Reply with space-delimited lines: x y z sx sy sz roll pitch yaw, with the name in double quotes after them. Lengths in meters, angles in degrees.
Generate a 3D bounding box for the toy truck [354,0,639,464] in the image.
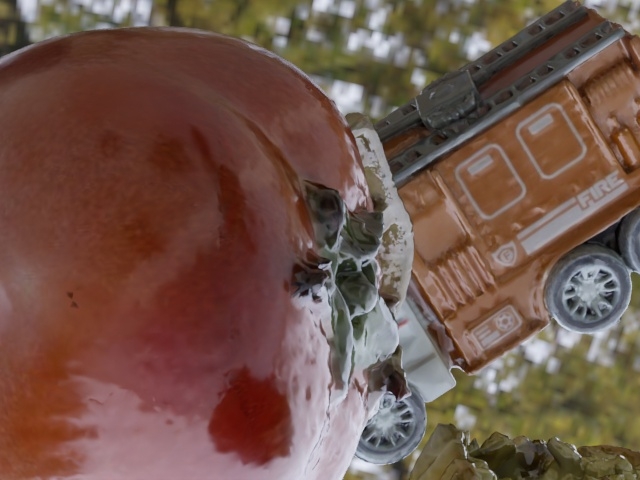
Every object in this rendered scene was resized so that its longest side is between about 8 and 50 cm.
0.106 -0.011 1.544 0.387 0.207 0.173 -33 -156 -2 "toy truck"

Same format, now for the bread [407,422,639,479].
0.131 0.187 0.960 0.250 0.133 0.179 23 -147 -39 "bread"

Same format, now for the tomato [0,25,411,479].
-0.115 0.037 1.118 0.321 0.321 0.321 9 -145 -6 "tomato"

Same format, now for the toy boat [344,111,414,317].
0.000 0.000 1.354 0.116 0.188 0.061 -40 -134 -21 "toy boat"
